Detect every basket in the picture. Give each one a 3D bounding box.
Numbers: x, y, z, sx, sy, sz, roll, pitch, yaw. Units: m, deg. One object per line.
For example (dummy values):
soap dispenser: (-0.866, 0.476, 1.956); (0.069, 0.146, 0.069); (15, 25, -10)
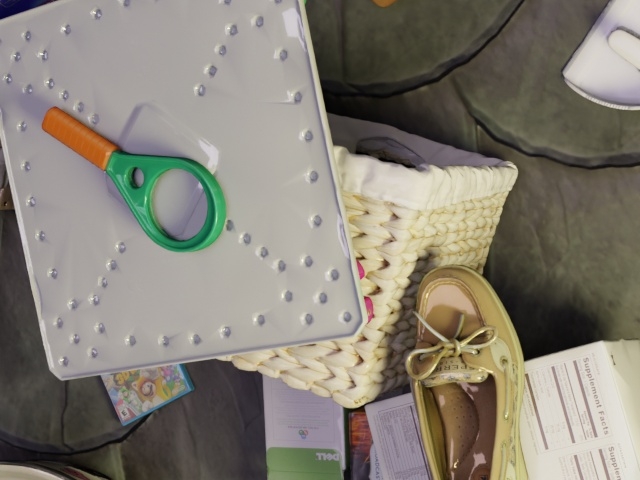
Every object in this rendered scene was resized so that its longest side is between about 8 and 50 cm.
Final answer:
basket: (0.000, 0.000, 1.475); (0.328, 0.331, 0.266); (17, 100, 23)

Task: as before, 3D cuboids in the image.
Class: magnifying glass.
magnifying glass: (-0.189, -0.068, 1.318); (0.231, 0.026, 0.092); (32, 111, 19)

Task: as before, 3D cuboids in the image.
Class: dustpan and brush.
dustpan and brush: (0.381, -0.186, 1.446); (0.211, 0.060, 0.147); (38, 106, 18)

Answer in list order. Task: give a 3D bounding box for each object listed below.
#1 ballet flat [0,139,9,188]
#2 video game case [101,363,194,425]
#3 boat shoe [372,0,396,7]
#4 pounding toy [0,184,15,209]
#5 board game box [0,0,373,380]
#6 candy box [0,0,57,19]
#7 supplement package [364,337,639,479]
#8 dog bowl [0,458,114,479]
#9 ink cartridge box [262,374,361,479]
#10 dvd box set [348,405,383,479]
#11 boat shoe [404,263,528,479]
ballet flat: (-0.458, -0.101, 1.703); (0.316, 0.107, 0.106); (-28, 101, 26)
video game case: (-0.250, 0.149, 1.759); (0.119, 0.015, 0.166); (-29, 80, 22)
boat shoe: (-0.005, -0.402, 1.548); (0.324, 0.122, 0.120); (43, 119, -1)
pounding toy: (-0.486, -0.095, 1.809); (0.181, 0.094, 0.206); (23, 100, 21)
board game box: (-0.151, -0.072, 1.337); (0.390, 0.050, 0.390); (-11, 91, 29)
candy box: (-0.259, -0.341, 1.557); (0.268, 0.317, 0.122); (-33, 76, 7)
supplement package: (0.221, 0.231, 1.389); (0.263, 0.199, 0.198); (-18, 79, 22)
dog bowl: (-0.368, 0.473, 1.726); (0.408, 0.150, 0.408); (1, 95, 15)
ink cartridge box: (-0.009, 0.229, 1.631); (0.109, 0.062, 0.209); (-2, 92, 24)
dvd box set: (0.241, 0.348, 1.526); (0.420, 0.062, 0.307); (-2, 90, 24)
boat shoe: (0.143, 0.160, 1.270); (0.105, 0.089, 0.285); (-15, 78, 23)
